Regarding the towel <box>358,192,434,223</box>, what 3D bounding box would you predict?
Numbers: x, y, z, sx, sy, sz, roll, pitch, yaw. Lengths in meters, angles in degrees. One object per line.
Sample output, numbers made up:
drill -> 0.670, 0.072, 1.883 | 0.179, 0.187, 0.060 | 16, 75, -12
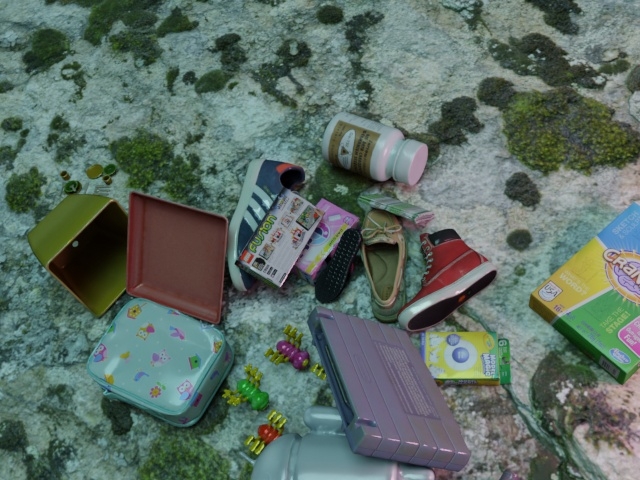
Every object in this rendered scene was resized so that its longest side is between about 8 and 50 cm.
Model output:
towel -> 0.173, -0.074, 1.699 | 0.152, 0.113, 0.023 | 20, 104, 24

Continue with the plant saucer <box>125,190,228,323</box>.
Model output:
plant saucer -> -0.317, 0.032, 1.676 | 0.259, 0.258, 0.048 | 15, 22, 20

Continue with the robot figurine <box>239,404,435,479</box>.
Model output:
robot figurine -> 0.026, 0.449, 1.325 | 0.353, 0.200, 0.300 | 1, 77, 8

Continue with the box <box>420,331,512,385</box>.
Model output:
box -> 0.293, 0.238, 1.502 | 0.179, 0.043, 0.105 | -1, 58, 9

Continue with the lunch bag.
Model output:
lunch bag -> -0.344, 0.260, 1.584 | 0.279, 0.108, 0.224 | 18, 67, 23

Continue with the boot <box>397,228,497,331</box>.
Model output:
boot -> 0.230, 0.076, 1.594 | 0.244, 0.088, 0.176 | -31, 57, -18

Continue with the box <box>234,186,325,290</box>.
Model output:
box -> -0.087, -0.006, 1.635 | 0.114, 0.036, 0.207 | 32, 67, -2

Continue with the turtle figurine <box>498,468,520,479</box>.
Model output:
turtle figurine -> 0.296, 0.516, 1.288 | 0.234, 0.118, 0.175 | -41, 59, -21

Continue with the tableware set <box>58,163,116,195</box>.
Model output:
tableware set -> -0.616, -0.164, 1.959 | 0.154, 0.024, 0.104 | 1, 58, 13

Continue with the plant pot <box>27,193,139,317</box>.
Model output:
plant pot -> -0.551, 0.012, 1.736 | 0.187, 0.212, 0.212 | 26, 66, 37

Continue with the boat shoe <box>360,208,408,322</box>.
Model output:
boat shoe -> 0.142, 0.036, 1.631 | 0.105, 0.089, 0.285 | -11, 56, 6

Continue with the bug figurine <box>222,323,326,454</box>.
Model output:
bug figurine -> -0.061, 0.303, 1.518 | 0.279, 0.072, 0.216 | -46, 54, -12

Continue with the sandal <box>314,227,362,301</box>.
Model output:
sandal -> 0.047, 0.059, 1.642 | 0.067, 0.040, 0.179 | 30, 96, 30

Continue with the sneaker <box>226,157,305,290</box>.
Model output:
sneaker -> -0.114, -0.043, 1.714 | 0.148, 0.131, 0.350 | 3, 61, 12

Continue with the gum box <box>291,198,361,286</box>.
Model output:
gum box -> 0.000, 0.000, 1.700 | 0.107, 0.062, 0.188 | 30, 69, 26

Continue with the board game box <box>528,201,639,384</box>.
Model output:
board game box -> 0.622, 0.098, 1.505 | 0.316, 0.064, 0.242 | -39, 59, -13

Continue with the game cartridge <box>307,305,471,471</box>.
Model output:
game cartridge -> 0.117, 0.267, 1.374 | 0.068, 0.230, 0.355 | -58, 27, 21

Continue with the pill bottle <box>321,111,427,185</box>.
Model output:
pill bottle -> 0.130, -0.213, 1.767 | 0.229, 0.131, 0.131 | 22, 65, 23
